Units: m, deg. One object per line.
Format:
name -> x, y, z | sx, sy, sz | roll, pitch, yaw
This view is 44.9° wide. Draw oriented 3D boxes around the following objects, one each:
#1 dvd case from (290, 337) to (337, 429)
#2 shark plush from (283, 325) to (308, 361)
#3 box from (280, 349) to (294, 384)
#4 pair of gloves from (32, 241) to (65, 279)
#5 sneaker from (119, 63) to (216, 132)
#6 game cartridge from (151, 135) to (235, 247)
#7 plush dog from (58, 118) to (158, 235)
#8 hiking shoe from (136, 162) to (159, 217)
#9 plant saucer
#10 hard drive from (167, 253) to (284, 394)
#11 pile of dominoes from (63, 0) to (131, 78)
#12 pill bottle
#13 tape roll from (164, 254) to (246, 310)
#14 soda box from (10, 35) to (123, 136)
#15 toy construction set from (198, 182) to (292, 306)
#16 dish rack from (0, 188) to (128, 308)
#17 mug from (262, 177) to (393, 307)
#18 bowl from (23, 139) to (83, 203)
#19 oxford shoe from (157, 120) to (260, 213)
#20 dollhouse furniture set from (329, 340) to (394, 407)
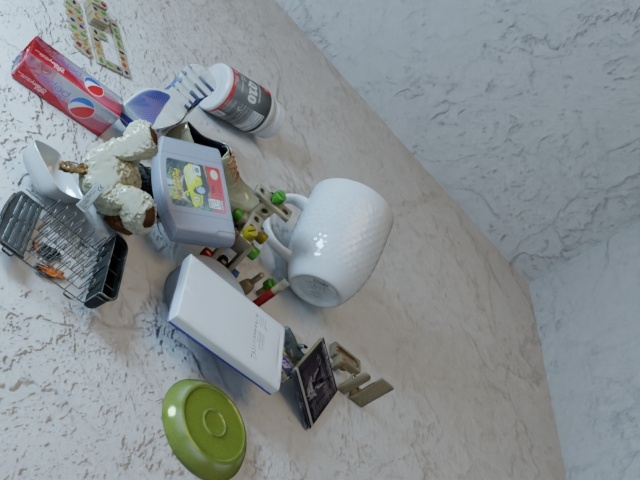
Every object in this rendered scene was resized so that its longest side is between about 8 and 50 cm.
dvd case -> -0.015, 0.377, 2.062 | 0.221, 0.018, 0.164 | -40, 118, -64
shark plush -> -0.065, 0.298, 2.082 | 0.161, 0.067, 0.073 | 52, 23, -12
box -> -0.132, 0.291, 1.995 | 0.169, 0.054, 0.059 | 59, 26, 6
pair of gloves -> -0.564, 0.043, 1.603 | 0.074, 0.010, 0.083 | 29, 34, -49
sneaker -> -0.434, -0.356, 2.150 | 0.127, 0.182, 0.315 | 49, 46, -4
game cartridge -> -0.325, -0.125, 1.940 | 0.196, 0.060, 0.294 | 6, 57, -36
plush dog -> -0.477, -0.131, 1.761 | 0.211, 0.225, 0.262 | 1, 79, -13
hiking shoe -> -0.451, -0.151, 1.966 | 0.227, 0.086, 0.114 | 48, 16, -34
plant saucer -> -0.241, 0.406, 1.692 | 0.241, 0.037, 0.241 | 40, 30, -29
hard drive -> -0.212, 0.198, 1.819 | 0.319, 0.040, 0.210 | 41, 29, -27
pile of dominoes -> -0.634, -0.599, 2.218 | 0.196, 0.040, 0.251 | 20, 42, -51
pill bottle -> -0.255, -0.452, 2.546 | 0.283, 0.161, 0.161 | 24, 40, -47
tape roll -> -0.277, 0.146, 1.900 | 0.219, 0.072, 0.219 | 39, 31, -29
soda box -> -0.622, -0.378, 1.913 | 0.263, 0.092, 0.083 | 36, 32, -35
toy construction set -> -0.170, -0.001, 2.067 | 0.309, 0.237, 0.257 | 58, 26, 6
dish rack -> -0.533, 0.006, 1.602 | 0.271, 0.074, 0.208 | 43, 22, -30
mug -> 0.000, 0.000, 2.309 | 0.374, 0.276, 0.328 | 30, 56, -8
bowl -> -0.591, -0.142, 1.695 | 0.142, 0.053, 0.142 | 61, 4, 10
oxford shoe -> -0.283, -0.185, 2.197 | 0.397, 0.146, 0.140 | 35, 31, -36
dollhouse furniture set -> 0.117, 0.366, 2.249 | 0.144, 0.123, 0.151 | 41, 29, -27
